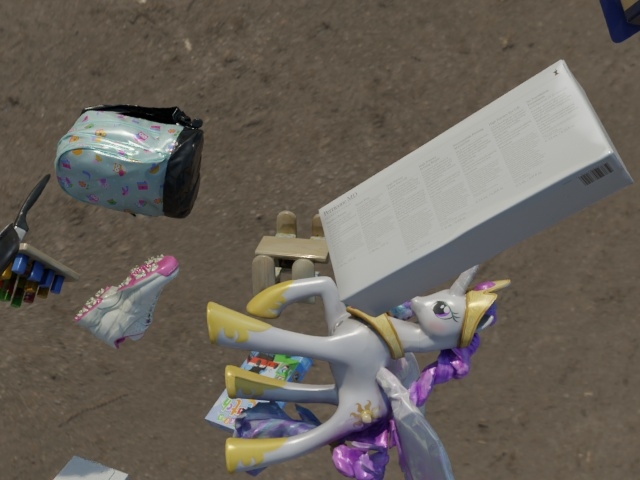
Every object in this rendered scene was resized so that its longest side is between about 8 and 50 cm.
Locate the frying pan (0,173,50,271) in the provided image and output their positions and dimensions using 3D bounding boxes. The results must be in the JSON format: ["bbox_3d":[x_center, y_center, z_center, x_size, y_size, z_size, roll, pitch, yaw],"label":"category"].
[{"bbox_3d":[-0.566,0.025,1.320,0.053,0.197,0.326,37,25,-14],"label":"frying pan"}]

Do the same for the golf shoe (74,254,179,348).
[{"bbox_3d":[-0.411,0.140,1.694,0.140,0.306,0.115,52,29,-14],"label":"golf shoe"}]

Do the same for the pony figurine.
[{"bbox_3d":[0.061,0.196,0.947,0.364,0.303,0.350,-5,106,-1],"label":"pony figurine"}]

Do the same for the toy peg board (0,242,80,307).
[{"bbox_3d":[-0.612,0.079,1.532,0.161,0.161,0.079,46,47,-53],"label":"toy peg board"}]

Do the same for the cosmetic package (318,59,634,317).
[{"bbox_3d":[0.116,-0.034,0.611,0.060,0.239,0.098,29,39,-48],"label":"cosmetic package"}]

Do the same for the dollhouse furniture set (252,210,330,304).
[{"bbox_3d":[0.000,0.000,1.436,0.242,0.212,0.160,5,116,9],"label":"dollhouse furniture set"}]

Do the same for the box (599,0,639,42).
[{"bbox_3d":[0.304,-0.277,0.619,0.037,0.225,0.136,-2,73,-29],"label":"box"}]

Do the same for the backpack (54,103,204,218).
[{"bbox_3d":[-0.255,-0.105,0.998,0.182,0.151,0.115,14,39,-2],"label":"backpack"}]

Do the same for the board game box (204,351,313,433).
[{"bbox_3d":[-0.132,0.323,1.616,0.211,0.160,0.039,-56,128,-27],"label":"board game box"}]

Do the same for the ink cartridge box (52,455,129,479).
[{"bbox_3d":[-0.441,0.525,1.425,0.128,0.128,0.176,-54,153,-52],"label":"ink cartridge box"}]
